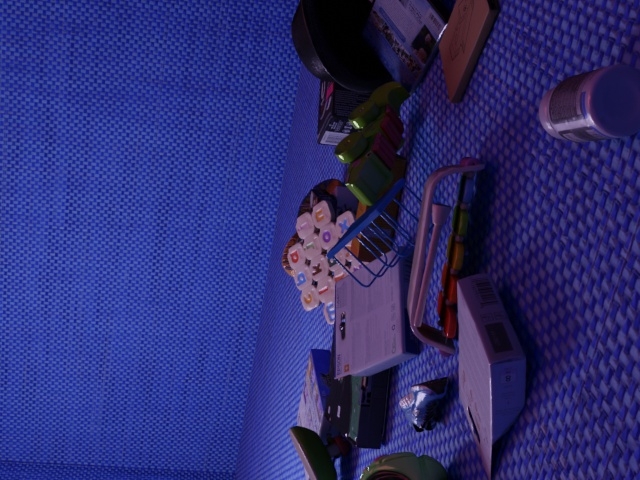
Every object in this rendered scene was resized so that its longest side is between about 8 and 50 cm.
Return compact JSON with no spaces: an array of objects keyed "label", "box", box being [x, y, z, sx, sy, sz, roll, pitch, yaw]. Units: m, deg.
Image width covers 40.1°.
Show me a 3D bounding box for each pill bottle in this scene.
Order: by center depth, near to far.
[{"label":"pill bottle","box":[0.303,-0.150,0.980,0.137,0.078,0.078,-162,78,-79]}]

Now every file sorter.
[{"label":"file sorter","box":[0.116,-0.009,1.621,0.170,0.104,0.118,-44,4,44]}]

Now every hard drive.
[{"label":"hard drive","box":[0.080,0.310,1.942,0.339,0.064,0.237,173,103,-80]}]

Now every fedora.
[{"label":"fedora","box":[0.031,-0.475,1.932,0.152,0.334,0.334,-14,67,45]}]

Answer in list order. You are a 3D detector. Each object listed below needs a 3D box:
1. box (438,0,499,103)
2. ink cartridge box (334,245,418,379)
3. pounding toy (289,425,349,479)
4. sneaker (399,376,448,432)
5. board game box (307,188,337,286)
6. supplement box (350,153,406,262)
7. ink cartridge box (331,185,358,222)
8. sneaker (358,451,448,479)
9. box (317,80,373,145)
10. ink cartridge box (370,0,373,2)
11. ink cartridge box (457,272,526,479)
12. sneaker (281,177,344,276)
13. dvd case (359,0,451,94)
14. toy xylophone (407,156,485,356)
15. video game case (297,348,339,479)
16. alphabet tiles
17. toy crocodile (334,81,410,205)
[{"label":"box","box":[0.253,-0.366,1.516,0.201,0.021,0.165,107,165,-48]},{"label":"ink cartridge box","box":[0.108,0.151,1.742,0.224,0.045,0.224,-31,50,49]},{"label":"pounding toy","box":[0.021,0.532,2.106,0.183,0.110,0.237,42,155,64]},{"label":"sneaker","box":[0.184,0.279,1.470,0.162,0.063,0.073,107,147,-62]},{"label":"board game box","box":[0.000,0.000,2.258,0.165,0.042,0.244,-133,46,-74]},{"label":"supplement box","box":[0.124,-0.073,1.888,0.078,0.080,0.234,-117,33,-69]},{"label":"ink cartridge box","box":[0.057,-0.073,2.271,0.104,0.061,0.182,127,147,-70]},{"label":"sneaker","box":[0.091,0.569,1.427,0.202,0.185,0.483,-95,14,-61]},{"label":"box","box":[0.079,-0.375,2.107,0.165,0.143,0.271,125,150,-68]},{"label":"ink cartridge box","box":[0.140,-0.615,1.727,0.114,0.198,0.273,-40,-13,-29]},{"label":"ink cartridge box","box":[0.241,0.194,1.250,0.189,0.066,0.232,-101,-1,-56]},{"label":"sneaker","box":[-0.002,-0.026,2.436,0.111,0.131,0.297,21,83,43]},{"label":"dvd case","box":[0.166,-0.424,1.740,0.180,0.022,0.253,55,157,12]},{"label":"toy xylophone","box":[0.192,0.027,1.371,0.236,0.081,0.323,-75,-8,-74]},{"label":"video game case","box":[-0.003,0.461,2.301,0.270,0.061,0.244,-104,22,-61]},{"label":"alphabet tiles","box":[0.022,0.053,2.132,0.278,0.021,0.284,-33,70,46]},{"label":"toy crocodile","box":[0.113,-0.192,1.717,0.105,0.115,0.341,-27,26,31]}]
